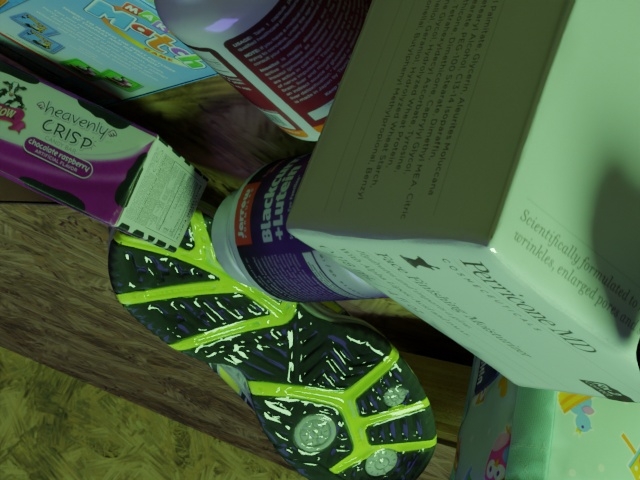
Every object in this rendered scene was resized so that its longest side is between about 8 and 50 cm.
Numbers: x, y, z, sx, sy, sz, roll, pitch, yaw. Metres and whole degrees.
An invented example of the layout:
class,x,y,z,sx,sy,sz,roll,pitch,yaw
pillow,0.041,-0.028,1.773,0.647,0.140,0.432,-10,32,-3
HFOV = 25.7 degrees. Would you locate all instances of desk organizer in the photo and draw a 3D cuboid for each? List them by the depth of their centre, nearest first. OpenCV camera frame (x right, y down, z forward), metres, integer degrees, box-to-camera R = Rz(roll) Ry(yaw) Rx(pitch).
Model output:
class,x,y,z,sx,sy,sz,roll,pitch,yaw
desk organizer,-0.262,-0.061,1.256,0.130,0.050,0.047,2,-166,9

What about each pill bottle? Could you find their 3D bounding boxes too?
class,x,y,z,sx,sy,sz,roll,pitch,yaw
pill bottle,-0.029,-0.121,0.714,0.086,0.086,0.152,8,160,38
pill bottle,0.001,-0.010,0.999,0.108,0.108,0.193,29,162,-27

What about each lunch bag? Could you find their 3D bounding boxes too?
class,x,y,z,sx,sy,sz,roll,pitch,yaw
lunch bag,0.179,0.104,0.944,0.160,0.223,0.262,2,157,29

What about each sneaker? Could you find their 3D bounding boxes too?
class,x,y,z,sx,sy,sz,roll,pitch,yaw
sneaker,-0.033,0.082,1.255,0.385,0.145,0.147,48,-174,-24

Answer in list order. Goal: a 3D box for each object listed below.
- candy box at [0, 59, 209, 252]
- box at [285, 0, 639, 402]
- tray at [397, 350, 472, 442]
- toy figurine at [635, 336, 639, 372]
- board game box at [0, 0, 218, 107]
class,x,y,z,sx,sy,sz,roll,pitch,yaw
candy box,-0.178,-0.061,1.010,0.159,0.071,0.233,25,177,5
box,0.109,-0.042,0.628,0.119,0.182,0.181,3,156,48
tray,0.198,0.180,1.348,0.202,0.076,0.411,24,169,-41
toy figurine,0.233,-0.012,0.521,0.148,0.210,0.213,13,172,-29
board game box,-0.153,-0.145,0.871,0.160,0.039,0.211,29,163,-29
